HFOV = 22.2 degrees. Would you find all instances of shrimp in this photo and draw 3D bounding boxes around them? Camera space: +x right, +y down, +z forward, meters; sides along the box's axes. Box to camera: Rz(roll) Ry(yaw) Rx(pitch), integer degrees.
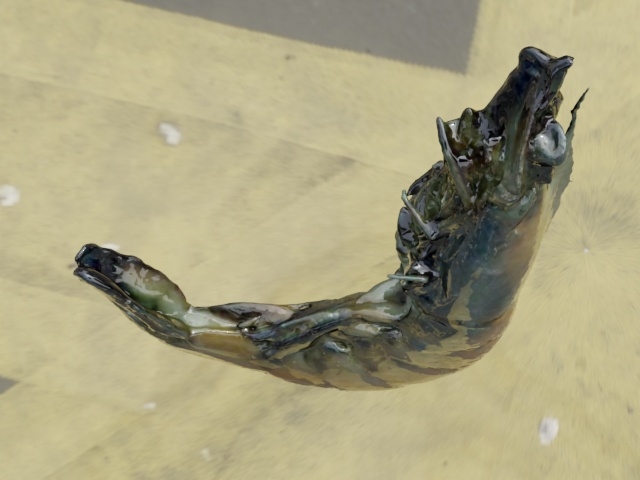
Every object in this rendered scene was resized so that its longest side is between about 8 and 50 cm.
[{"bbox_3d":[0.000,0.000,0.678,0.198,0.262,0.051,3,60,-12],"label":"shrimp"}]
